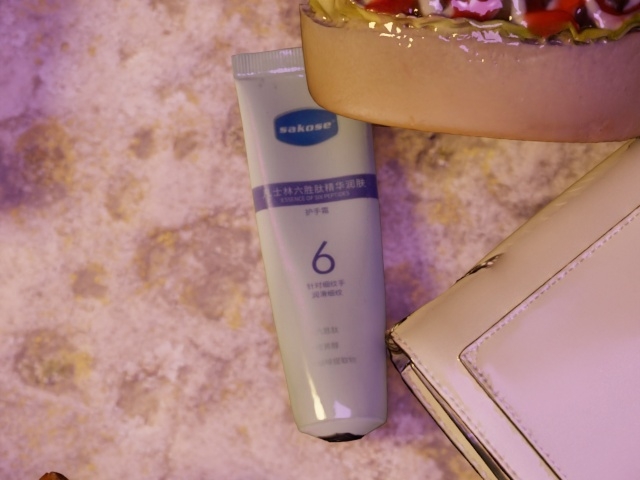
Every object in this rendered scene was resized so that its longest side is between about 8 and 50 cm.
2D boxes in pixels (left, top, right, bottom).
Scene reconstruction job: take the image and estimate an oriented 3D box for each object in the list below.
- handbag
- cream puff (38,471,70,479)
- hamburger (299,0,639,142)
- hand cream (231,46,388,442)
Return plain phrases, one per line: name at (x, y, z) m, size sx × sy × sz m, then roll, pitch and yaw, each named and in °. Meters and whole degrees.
handbag at (0.254, 0.053, 1.286) m, size 0.358 × 0.160 × 0.236 m, roll -38°, pitch 83°, yaw -6°
cream puff at (-0.191, 0.291, 1.256) m, size 0.269 × 0.155 × 0.241 m, roll 43°, pitch 89°, yaw -3°
hamburger at (0.127, -0.167, 1.244) m, size 0.300 × 0.300 × 0.176 m, roll 3°, pitch 98°, yaw -1°
hand cream at (0.000, 0.000, 1.349) m, size 0.109 × 0.067 × 0.320 m, roll -6°, pitch 76°, yaw -1°
